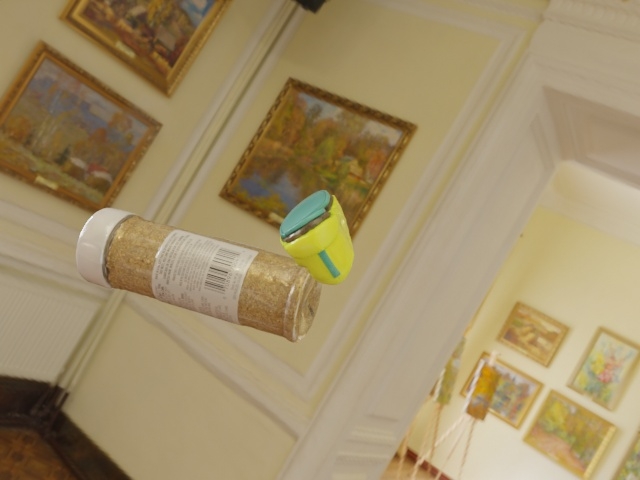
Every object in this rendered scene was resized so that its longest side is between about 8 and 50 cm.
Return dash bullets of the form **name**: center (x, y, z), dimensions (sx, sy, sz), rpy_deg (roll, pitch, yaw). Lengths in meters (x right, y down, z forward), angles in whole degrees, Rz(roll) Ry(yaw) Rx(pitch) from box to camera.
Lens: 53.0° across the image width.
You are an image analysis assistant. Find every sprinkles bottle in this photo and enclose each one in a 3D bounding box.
- **sprinkles bottle**: center (-0.179, 0.048, 0.951), dimensions (0.355, 0.121, 0.121), rpy_deg (15, -7, 14)

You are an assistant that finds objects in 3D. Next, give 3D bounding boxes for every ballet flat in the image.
- **ballet flat**: center (0.000, 0.000, 0.675), dimensions (0.077, 0.077, 0.231), rpy_deg (54, 4, -8)
